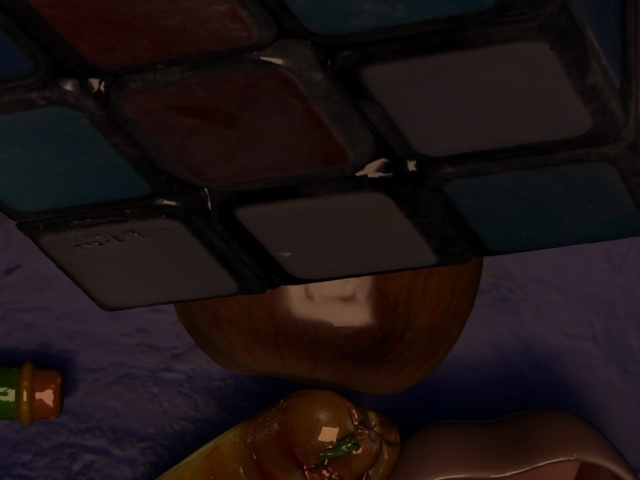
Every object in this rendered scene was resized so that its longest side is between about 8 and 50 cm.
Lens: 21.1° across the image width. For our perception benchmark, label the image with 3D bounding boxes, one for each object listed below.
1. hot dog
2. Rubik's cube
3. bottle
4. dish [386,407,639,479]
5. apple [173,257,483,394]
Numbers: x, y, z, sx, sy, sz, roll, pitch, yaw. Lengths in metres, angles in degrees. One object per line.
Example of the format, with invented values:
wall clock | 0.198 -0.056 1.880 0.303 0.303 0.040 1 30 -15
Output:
hot dog | -0.046 0.177 1.145 0.104 0.076 0.250 31 133 -29
Rubik's cube | -0.021 -0.203 0.871 0.359 0.363 0.362 -4 60 22
bottle | -0.272 0.104 1.191 0.187 0.069 0.069 2 100 -1
dish | 0.121 0.181 1.169 0.213 0.090 0.213 -4 134 -4
apple | 0.000 0.000 1.095 0.211 0.211 0.188 12 78 -1
